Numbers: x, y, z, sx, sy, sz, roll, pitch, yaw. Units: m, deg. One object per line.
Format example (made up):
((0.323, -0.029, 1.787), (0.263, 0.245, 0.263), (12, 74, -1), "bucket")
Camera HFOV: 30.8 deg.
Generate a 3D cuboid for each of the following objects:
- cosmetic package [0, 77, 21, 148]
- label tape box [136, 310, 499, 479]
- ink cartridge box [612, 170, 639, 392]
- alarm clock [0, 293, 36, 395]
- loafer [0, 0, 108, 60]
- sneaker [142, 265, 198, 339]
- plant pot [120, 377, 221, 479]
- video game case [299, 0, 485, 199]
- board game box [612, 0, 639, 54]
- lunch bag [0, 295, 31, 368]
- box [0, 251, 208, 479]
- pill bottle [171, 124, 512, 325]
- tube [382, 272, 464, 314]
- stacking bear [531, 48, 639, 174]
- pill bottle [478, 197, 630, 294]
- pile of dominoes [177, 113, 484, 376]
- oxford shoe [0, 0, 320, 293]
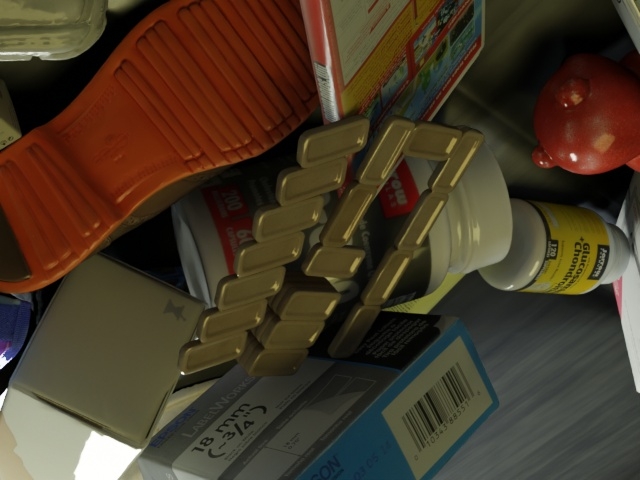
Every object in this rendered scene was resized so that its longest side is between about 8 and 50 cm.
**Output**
((-0.261, -0.110, 0.807), (0.041, 0.060, 0.115), (-29, 151, 6), "cosmetic package")
((-0.039, 0.170, 1.083), (0.240, 0.106, 0.333), (-40, -156, -31), "label tape box")
((0.423, 0.028, 1.336), (0.117, 0.207, 0.283), (-6, 151, 2), "ink cartridge box")
((-0.308, 0.103, 1.069), (0.129, 0.064, 0.192), (-60, 173, 11), "alarm clock")
((-0.286, -0.163, 0.681), (0.319, 0.112, 0.111), (-6, 109, -22), "loafer")
((-0.108, 0.054, 1.170), (0.211, 0.080, 0.081), (-11, 155, -4), "sneaker")
((-0.090, 0.383, 1.433), (0.334, 0.305, 0.334), (-18, 143, -14), "plant pot")
((0.063, -0.169, 0.864), (0.204, 0.025, 0.285), (-54, 157, -21), "video game case")
((0.376, -0.175, 0.982), (0.193, 0.053, 0.305), (-32, 114, 7), "board game box")
((-0.376, 0.082, 0.858), (0.293, 0.138, 0.221), (-17, 160, 39), "lunch bag")
((-0.215, 0.144, 1.062), (0.121, 0.148, 0.311), (27, 148, -7), "box")
((0.019, -0.009, 1.061), (0.283, 0.161, 0.161), (-16, 149, -14), "pill bottle")
((0.089, 0.067, 1.318), (0.062, 0.070, 0.240), (35, 118, -15), "tube")
((0.339, -0.130, 1.110), (0.289, 0.164, 0.175), (-8, 147, -17), "stacking bear")
((0.268, 0.009, 1.323), (0.184, 0.103, 0.103), (4, 140, -39), "pill bottle")
((0.000, 0.000, 0.916), (0.196, 0.040, 0.251), (5, 122, -47), "pile of dominoes")
((-0.121, -0.095, 0.908), (0.363, 0.130, 0.133), (-32, -178, 1), "oxford shoe")
